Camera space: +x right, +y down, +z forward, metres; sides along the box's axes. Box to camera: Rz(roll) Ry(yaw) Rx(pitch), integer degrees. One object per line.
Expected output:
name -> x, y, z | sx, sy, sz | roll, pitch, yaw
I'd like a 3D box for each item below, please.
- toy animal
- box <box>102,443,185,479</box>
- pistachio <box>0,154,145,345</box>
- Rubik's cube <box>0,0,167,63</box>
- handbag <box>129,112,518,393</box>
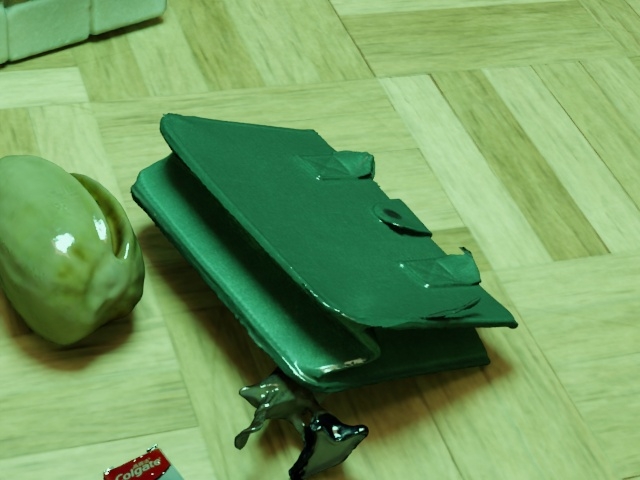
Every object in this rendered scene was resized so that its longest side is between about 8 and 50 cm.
toy animal -> -0.014, 0.121, 1.118 | 0.105, 0.070, 0.202 | 28, 33, -10
box -> -0.085, 0.244, 0.982 | 0.055, 0.039, 0.218 | -23, 50, -30
pistachio -> -0.234, 0.004, 1.180 | 0.129, 0.131, 0.206 | 35, 8, -48
Rubik's cube -> -0.374, -0.411, 1.468 | 0.316, 0.319, 0.322 | -24, 50, -32
handbag -> -0.001, -0.001, 1.209 | 0.238, 0.089, 0.326 | -4, 37, -43
